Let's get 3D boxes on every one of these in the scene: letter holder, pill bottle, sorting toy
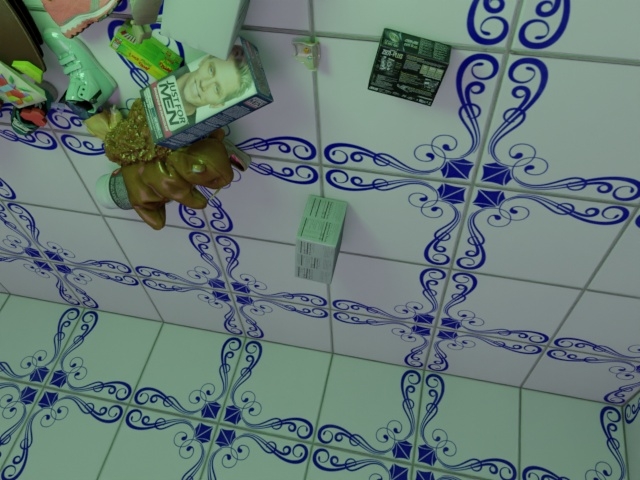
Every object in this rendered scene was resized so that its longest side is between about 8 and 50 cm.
[{"bbox_3d":[-0.884,-0.630,1.562,0.215,0.151,0.301,4,144,13],"label":"letter holder"},{"bbox_3d":[-0.683,-0.198,2.087,0.284,0.161,0.161,-5,141,26],"label":"pill bottle"},{"bbox_3d":[-0.042,-0.507,1.515,0.075,0.044,0.083,14,147,14],"label":"sorting toy"}]

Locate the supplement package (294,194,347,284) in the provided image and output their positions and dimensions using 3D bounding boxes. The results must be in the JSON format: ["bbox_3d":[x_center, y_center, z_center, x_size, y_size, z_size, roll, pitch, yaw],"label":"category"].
[{"bbox_3d":[0.000,0.000,2.070,0.145,0.203,0.261,13,146,5],"label":"supplement package"}]

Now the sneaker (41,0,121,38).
[{"bbox_3d":[-0.623,-0.642,1.475,0.314,0.115,0.136,-12,136,34],"label":"sneaker"}]

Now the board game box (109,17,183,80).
[{"bbox_3d":[-0.492,-0.533,1.599,0.181,0.092,0.043,33,143,-24],"label":"board game box"}]

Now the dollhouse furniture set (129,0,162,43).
[{"bbox_3d":[-0.493,-0.661,1.256,0.303,0.174,0.355,63,149,5],"label":"dollhouse furniture set"}]

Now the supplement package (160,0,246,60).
[{"bbox_3d":[-0.251,-0.612,1.322,0.178,0.175,0.293,20,145,-10],"label":"supplement package"}]

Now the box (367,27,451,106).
[{"bbox_3d":[0.227,-0.447,1.461,0.180,0.077,0.147,15,146,0],"label":"box"}]

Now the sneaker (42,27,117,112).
[{"bbox_3d":[-0.741,-0.502,1.686,0.094,0.151,0.256,-12,136,36],"label":"sneaker"}]

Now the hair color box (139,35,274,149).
[{"bbox_3d":[-0.320,-0.401,1.562,0.348,0.173,0.105,-21,172,20],"label":"hair color box"}]

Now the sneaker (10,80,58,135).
[{"bbox_3d":[-1.001,-0.425,1.919,0.108,0.121,0.302,35,141,-26],"label":"sneaker"}]

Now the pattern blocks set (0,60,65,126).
[{"bbox_3d":[-0.923,-0.460,1.669,0.286,0.026,0.325,-15,146,39],"label":"pattern blocks set"}]

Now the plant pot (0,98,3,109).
[{"bbox_3d":[-1.233,-0.453,1.870,0.273,0.272,0.265,-21,140,41],"label":"plant pot"}]

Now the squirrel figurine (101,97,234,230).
[{"bbox_3d":[-0.475,-0.264,1.794,0.371,0.281,0.397,-7,133,42],"label":"squirrel figurine"}]

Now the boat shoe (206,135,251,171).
[{"bbox_3d":[-0.312,-0.292,1.902,0.170,0.059,0.063,30,143,-21],"label":"boat shoe"}]

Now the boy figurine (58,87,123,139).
[{"bbox_3d":[-0.715,-0.399,1.876,0.177,0.092,0.285,-17,135,37],"label":"boy figurine"}]
